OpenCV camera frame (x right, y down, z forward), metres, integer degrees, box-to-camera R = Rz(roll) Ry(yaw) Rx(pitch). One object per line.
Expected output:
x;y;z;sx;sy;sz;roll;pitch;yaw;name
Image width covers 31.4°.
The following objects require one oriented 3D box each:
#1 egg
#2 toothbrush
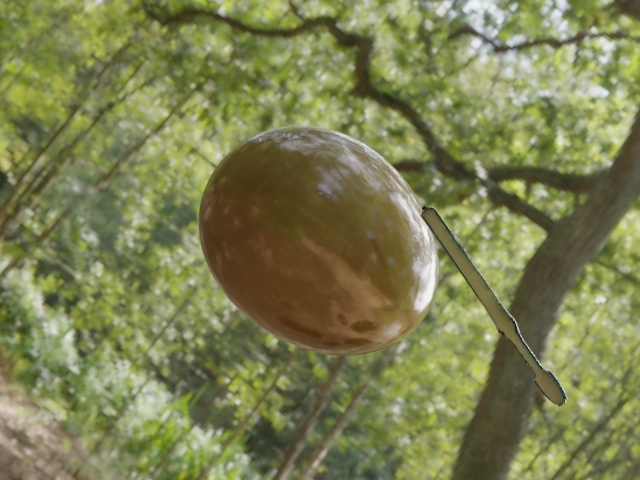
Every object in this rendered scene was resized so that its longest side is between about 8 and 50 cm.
0.000;0.000;1.630;0.374;0.301;0.301;35;-8;15;egg
0.210;0.079;1.392;0.294;0.026;0.028;55;12;3;toothbrush
